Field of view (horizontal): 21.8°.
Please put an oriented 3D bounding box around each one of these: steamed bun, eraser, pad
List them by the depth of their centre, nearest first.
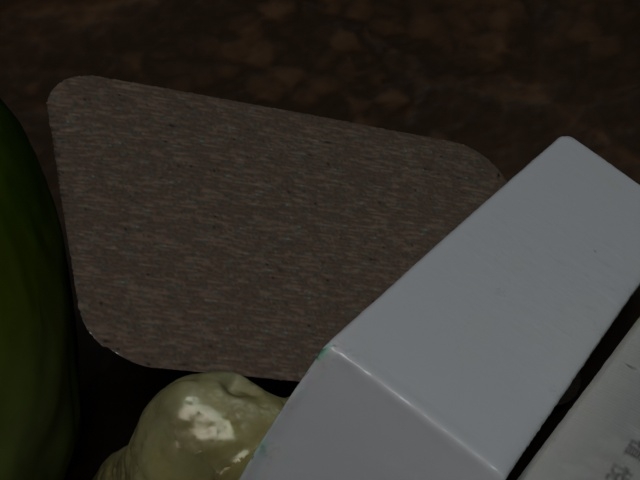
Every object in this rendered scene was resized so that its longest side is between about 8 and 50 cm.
[{"bbox_3d":[-0.029,0.125,0.699,0.141,0.155,0.172,-22,56,-13],"label":"steamed bun"},{"bbox_3d":[0.074,0.040,0.705,0.078,0.076,0.298,36,29,10],"label":"eraser"},{"bbox_3d":[0.000,0.000,0.802,0.266,0.002,0.176,8,46,-28],"label":"pad"}]

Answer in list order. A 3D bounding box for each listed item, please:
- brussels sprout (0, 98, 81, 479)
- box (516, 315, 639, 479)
[{"bbox_3d":[-0.278,0.021,0.679,0.425,0.342,0.361,43,48,14],"label":"brussels sprout"},{"bbox_3d":[0.114,0.162,0.637,0.111,0.194,0.260,32,60,24],"label":"box"}]
